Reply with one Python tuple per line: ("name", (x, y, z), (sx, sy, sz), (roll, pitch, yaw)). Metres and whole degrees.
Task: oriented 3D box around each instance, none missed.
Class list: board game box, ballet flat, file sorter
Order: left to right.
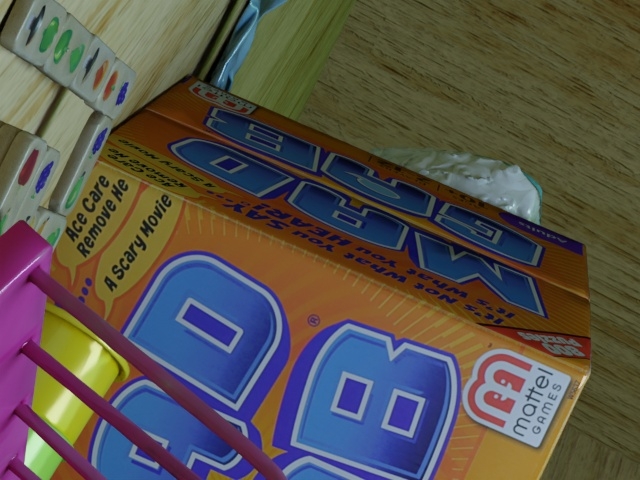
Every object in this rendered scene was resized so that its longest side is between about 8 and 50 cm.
("file sorter", (-0.143, 0.177, 0.815), (0.202, 0.182, 0.290), (-45, 168, -29))
("board game box", (-0.033, 0.130, 1.385), (0.356, 0.357, 0.356), (-62, 175, -75))
("ballet flat", (0.000, 0.000, 1.626), (0.147, 0.409, 0.147), (-3, 93, -51))

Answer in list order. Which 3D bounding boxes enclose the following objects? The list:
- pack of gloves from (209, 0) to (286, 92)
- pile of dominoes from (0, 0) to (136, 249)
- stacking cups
("pack of gloves", (-0.041, -0.197, 1.605), (0.232, 0.046, 0.195), (-61, -175, 11))
("pile of dominoes", (-0.140, -0.007, 0.884), (0.251, 0.040, 0.196), (37, 78, -84))
("stacking cups", (-0.234, 0.181, 1.098), (0.316, 0.096, 0.096), (-58, 178, -24))
